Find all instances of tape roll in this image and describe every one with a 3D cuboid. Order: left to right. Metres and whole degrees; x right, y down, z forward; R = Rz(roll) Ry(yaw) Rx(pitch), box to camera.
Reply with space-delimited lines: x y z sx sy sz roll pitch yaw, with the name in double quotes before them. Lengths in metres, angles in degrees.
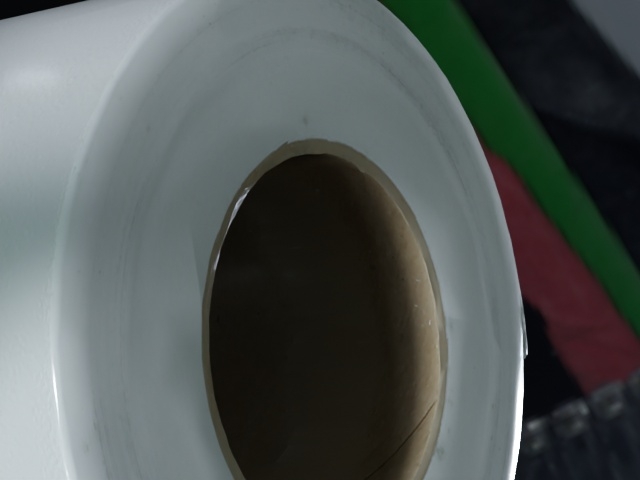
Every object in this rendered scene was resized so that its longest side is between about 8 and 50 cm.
"tape roll" -0.061 0.039 0.597 0.246 0.169 0.246 9 -102 -51
